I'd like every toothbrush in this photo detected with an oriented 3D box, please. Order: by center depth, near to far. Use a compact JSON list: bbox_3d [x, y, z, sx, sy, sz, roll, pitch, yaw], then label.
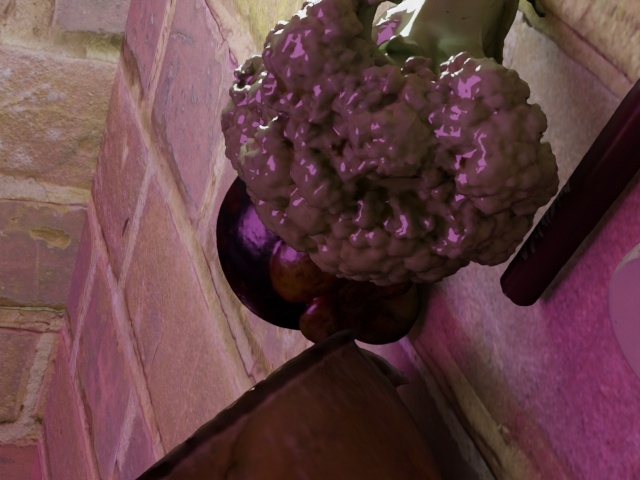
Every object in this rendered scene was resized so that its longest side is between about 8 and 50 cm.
[{"bbox_3d":[0.219,-0.077,0.831,0.364,0.041,0.041,117,149,-42],"label":"toothbrush"}]

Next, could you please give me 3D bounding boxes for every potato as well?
[{"bbox_3d":[-0.034,0.316,1.018,0.319,0.385,0.442,53,157,7],"label":"potato"}]

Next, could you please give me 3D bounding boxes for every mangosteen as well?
[{"bbox_3d":[0.000,0.000,1.134,0.210,0.209,0.210,-174,90,-67],"label":"mangosteen"}]

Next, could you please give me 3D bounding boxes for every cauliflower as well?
[{"bbox_3d":[0.047,-0.108,0.924,0.327,0.260,0.281,0,80,40],"label":"cauliflower"}]

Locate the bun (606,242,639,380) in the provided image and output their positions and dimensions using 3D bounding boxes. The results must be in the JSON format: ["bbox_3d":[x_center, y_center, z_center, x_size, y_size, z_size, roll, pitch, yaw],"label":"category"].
[{"bbox_3d":[0.241,0.044,0.686,0.138,0.094,0.138,40,150,29],"label":"bun"}]
